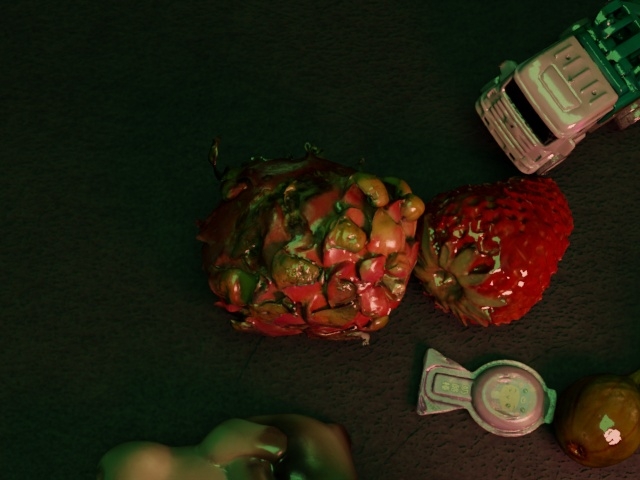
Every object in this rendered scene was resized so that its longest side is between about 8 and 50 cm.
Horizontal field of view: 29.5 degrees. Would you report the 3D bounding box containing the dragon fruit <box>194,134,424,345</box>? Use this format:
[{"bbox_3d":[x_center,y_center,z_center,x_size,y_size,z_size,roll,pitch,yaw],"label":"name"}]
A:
[{"bbox_3d":[0.000,0.000,1.577,0.291,0.250,0.269,-14,73,33],"label":"dragon fruit"}]

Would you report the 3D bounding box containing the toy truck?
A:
[{"bbox_3d":[0.394,-0.242,1.684,0.363,0.178,0.176,-32,83,-21],"label":"toy truck"}]

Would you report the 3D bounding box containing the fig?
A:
[{"bbox_3d":[0.419,0.213,1.655,0.236,0.124,0.124,-34,82,-24],"label":"fig"}]

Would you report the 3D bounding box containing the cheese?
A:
[{"bbox_3d":[0.230,0.212,1.671,0.191,0.042,0.105,9,77,1],"label":"cheese"}]

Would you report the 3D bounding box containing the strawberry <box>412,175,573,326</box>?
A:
[{"bbox_3d":[0.247,-0.002,1.664,0.244,0.205,0.205,-36,82,-32],"label":"strawberry"}]

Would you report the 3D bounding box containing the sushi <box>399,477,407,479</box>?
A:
[{"bbox_3d":[0.087,0.422,1.488,0.320,0.068,0.339,34,117,-26],"label":"sushi"}]

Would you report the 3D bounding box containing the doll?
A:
[{"bbox_3d":[-0.125,0.339,1.541,0.370,0.226,0.215,-21,46,-3],"label":"doll"}]
